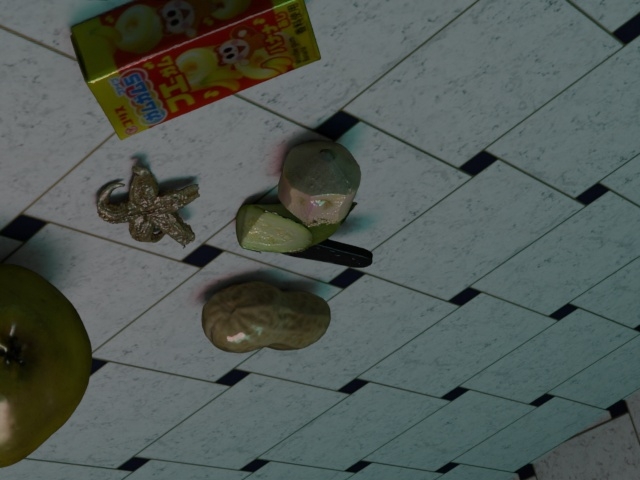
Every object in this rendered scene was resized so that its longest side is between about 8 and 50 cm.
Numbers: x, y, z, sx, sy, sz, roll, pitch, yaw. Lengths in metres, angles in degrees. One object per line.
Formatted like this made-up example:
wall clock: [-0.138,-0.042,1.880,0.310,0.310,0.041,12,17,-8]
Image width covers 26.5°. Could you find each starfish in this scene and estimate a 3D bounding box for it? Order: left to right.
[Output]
starfish: [-0.240,-0.044,1.938,0.150,0.053,0.210,-22,150,-11]

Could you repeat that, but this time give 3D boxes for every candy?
candy: [-0.148,-0.237,1.642,0.276,0.088,0.146,-21,153,-1]

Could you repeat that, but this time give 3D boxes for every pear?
pear: [-0.477,0.182,1.941,0.287,0.287,0.375,-9,165,-24]

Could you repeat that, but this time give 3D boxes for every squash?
squash: [-0.025,-0.026,2.097,0.200,0.075,0.090,-9,122,-27]

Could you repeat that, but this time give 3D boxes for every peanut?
peanut: [-0.082,0.128,2.279,0.256,0.123,0.123,2,143,-41]

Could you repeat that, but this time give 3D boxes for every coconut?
coconut: [-0.001,-0.088,1.974,0.116,0.116,0.122,-13,151,-17]

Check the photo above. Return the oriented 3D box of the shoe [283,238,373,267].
shoe: [0.000,0.000,2.183,0.179,0.049,0.071,13,154,-17]
